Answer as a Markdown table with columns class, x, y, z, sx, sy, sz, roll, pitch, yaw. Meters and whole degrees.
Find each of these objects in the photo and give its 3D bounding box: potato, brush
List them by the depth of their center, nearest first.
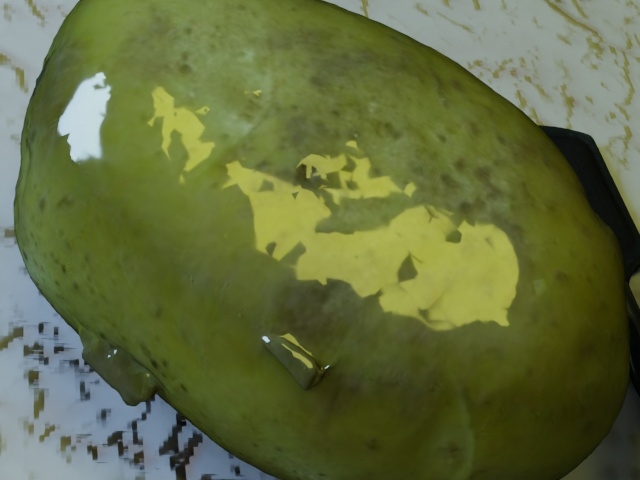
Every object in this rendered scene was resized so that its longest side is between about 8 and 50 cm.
| class | x | y | z | sx | sy | sz | roll | pitch | yaw |
| --- | --- | --- | --- | --- | --- | --- | --- | --- | --- |
| potato | -0.001 | 0.001 | 0.486 | 0.228 | 0.148 | 0.197 | 14 | 34 | -12 |
| brush | 0.137 | 0.013 | 0.621 | 0.063 | 0.016 | 0.193 | 0 | 51 | -21 |
